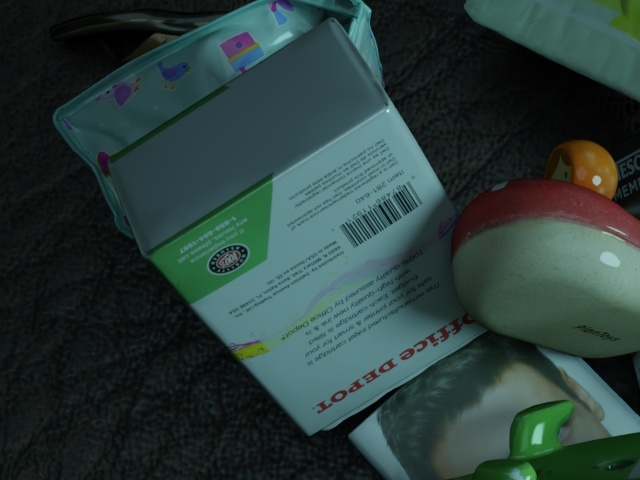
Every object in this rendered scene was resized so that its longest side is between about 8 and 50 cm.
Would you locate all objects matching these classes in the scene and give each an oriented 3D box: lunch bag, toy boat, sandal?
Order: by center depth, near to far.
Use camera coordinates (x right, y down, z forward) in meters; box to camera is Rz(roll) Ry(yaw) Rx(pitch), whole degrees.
[{"bbox_3d":[0.196,-0.005,1.127,0.151,0.231,0.151,-18,66,37],"label":"toy boat"},{"bbox_3d":[-0.058,-0.097,1.272,0.262,0.223,0.160,-34,75,0],"label":"lunch bag"},{"bbox_3d":[-0.142,-0.184,1.387,0.219,0.090,0.060,1,99,-1],"label":"sandal"}]

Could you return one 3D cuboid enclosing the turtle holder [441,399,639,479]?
[{"bbox_3d":[0.193,0.242,1.049,0.320,0.243,0.227,-13,93,-6],"label":"turtle holder"}]

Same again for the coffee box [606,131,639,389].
[{"bbox_3d":[0.320,0.027,1.235,0.098,0.141,0.246,-3,73,-30],"label":"coffee box"}]

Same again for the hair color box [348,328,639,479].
[{"bbox_3d":[0.217,0.240,1.225,0.185,0.113,0.374,-43,76,-4],"label":"hair color box"}]

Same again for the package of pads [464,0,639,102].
[{"bbox_3d":[0.303,-0.184,1.226,0.296,0.229,0.101,33,125,32],"label":"package of pads"}]

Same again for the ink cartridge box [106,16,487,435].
[{"bbox_3d":[0.000,0.000,1.146,0.201,0.278,0.117,-32,48,4],"label":"ink cartridge box"}]
